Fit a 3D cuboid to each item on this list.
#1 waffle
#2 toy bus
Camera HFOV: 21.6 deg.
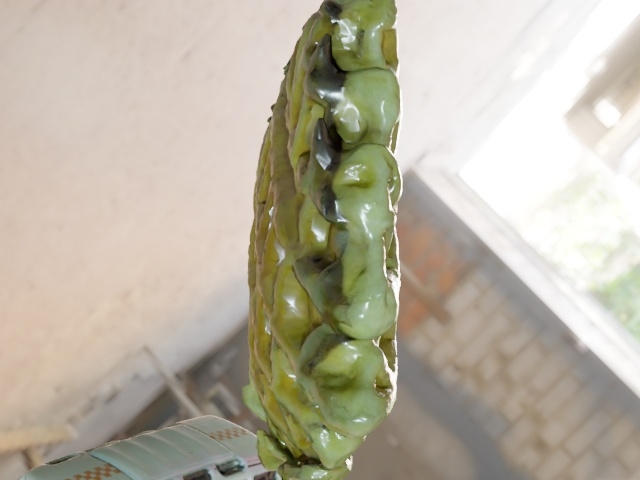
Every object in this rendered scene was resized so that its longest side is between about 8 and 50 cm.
[{"bbox_3d":[0.000,0.000,0.702,0.054,0.214,0.208,5,165,-6],"label":"waffle"},{"bbox_3d":[-0.102,0.158,0.952,0.194,0.087,0.089,-10,119,-51],"label":"toy bus"}]
